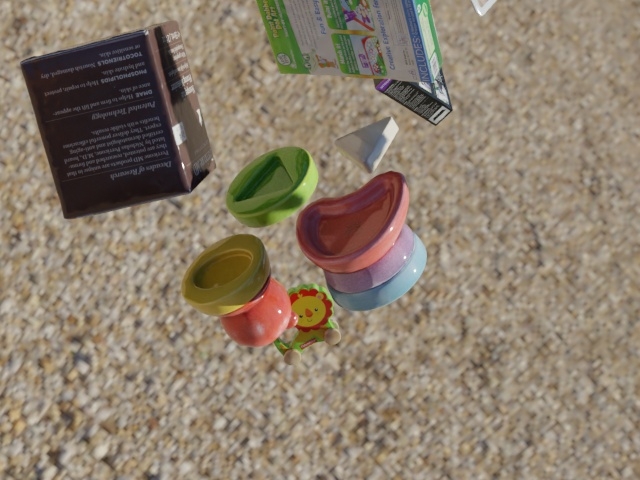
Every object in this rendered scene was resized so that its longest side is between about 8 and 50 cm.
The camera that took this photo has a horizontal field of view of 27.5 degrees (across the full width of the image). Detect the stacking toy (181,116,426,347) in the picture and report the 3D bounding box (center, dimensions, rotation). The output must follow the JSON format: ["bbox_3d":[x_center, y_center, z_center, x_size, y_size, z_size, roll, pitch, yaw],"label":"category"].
[{"bbox_3d":[0.000,0.000,1.678,0.130,0.309,0.279,56,31,-34],"label":"stacking toy"}]

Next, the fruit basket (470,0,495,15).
[{"bbox_3d":[0.198,-0.474,1.509,0.353,0.165,0.327,-42,113,-37],"label":"fruit basket"}]

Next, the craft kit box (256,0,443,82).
[{"bbox_3d":[0.027,-0.333,1.799,0.246,0.250,0.061,6,48,24],"label":"craft kit box"}]

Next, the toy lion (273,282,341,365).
[{"bbox_3d":[-0.024,0.107,1.756,0.096,0.100,0.034,57,10,-23],"label":"toy lion"}]

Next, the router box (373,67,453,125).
[{"bbox_3d":[0.137,-0.280,2.082,0.133,0.046,0.179,28,35,-30],"label":"router box"}]

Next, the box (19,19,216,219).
[{"bbox_3d":[-0.247,-0.154,1.628,0.168,0.167,0.203,-66,142,-74],"label":"box"}]
